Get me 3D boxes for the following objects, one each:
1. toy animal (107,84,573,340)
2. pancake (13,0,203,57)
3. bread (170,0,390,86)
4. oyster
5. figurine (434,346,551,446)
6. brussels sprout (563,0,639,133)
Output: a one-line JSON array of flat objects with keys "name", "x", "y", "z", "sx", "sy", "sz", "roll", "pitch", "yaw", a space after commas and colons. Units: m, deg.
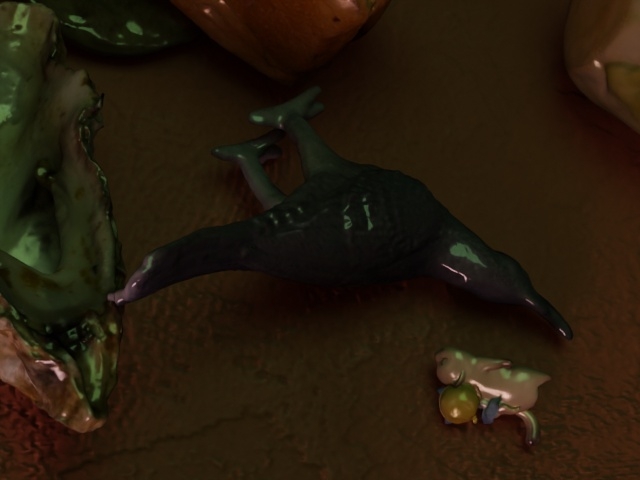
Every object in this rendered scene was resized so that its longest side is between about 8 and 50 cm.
[{"name": "toy animal", "x": 0.000, "y": -0.022, "z": 1.061, "sx": 0.367, "sy": 0.081, "sz": 0.206, "roll": 7, "pitch": 39, "yaw": -36}, {"name": "pancake", "x": -0.151, "y": -0.241, "z": 1.204, "sx": 0.241, "sy": 0.050, "sz": 0.242, "roll": 10, "pitch": 64, "yaw": -21}, {"name": "bread", "x": -0.076, "y": -0.271, "z": 1.112, "sx": 0.344, "sy": 0.195, "sz": 0.149, "roll": 40, "pitch": 59, "yaw": -8}, {"name": "oyster", "x": -0.194, "y": -0.013, "z": 1.007, "sx": 0.166, "sy": 0.110, "sz": 0.341, "roll": -15, "pitch": 61, "yaw": -29}, {"name": "figurine", "x": 0.114, "y": 0.106, "z": 1.060, "sx": 0.083, "sy": 0.047, "sz": 0.051, "roll": 15, "pitch": 66, "yaw": -1}, {"name": "brussels sprout", "x": 0.342, "y": -0.180, "z": 1.204, "sx": 0.294, "sy": 0.227, "sz": 0.259, "roll": -2, "pitch": 44, "yaw": -8}]
